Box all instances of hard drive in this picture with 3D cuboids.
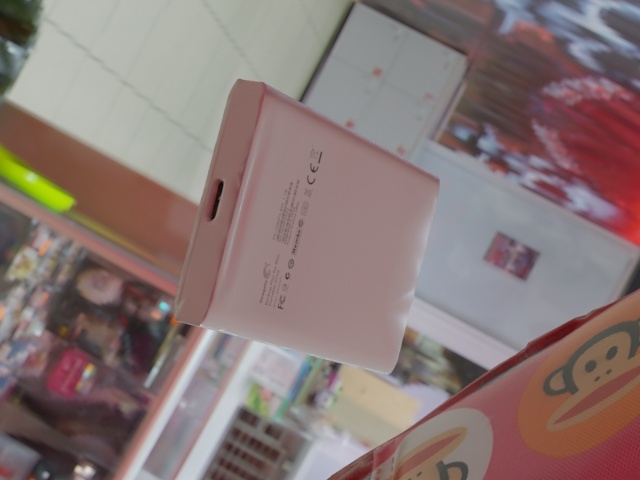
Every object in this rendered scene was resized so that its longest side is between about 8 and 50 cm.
[{"bbox_3d":[0.000,0.000,1.178,0.307,0.040,0.203,22,81,-56],"label":"hard drive"}]

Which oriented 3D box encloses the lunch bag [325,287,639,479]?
[{"bbox_3d":[0.153,0.137,0.414,0.293,0.258,0.120,-35,-164,24],"label":"lunch bag"}]
